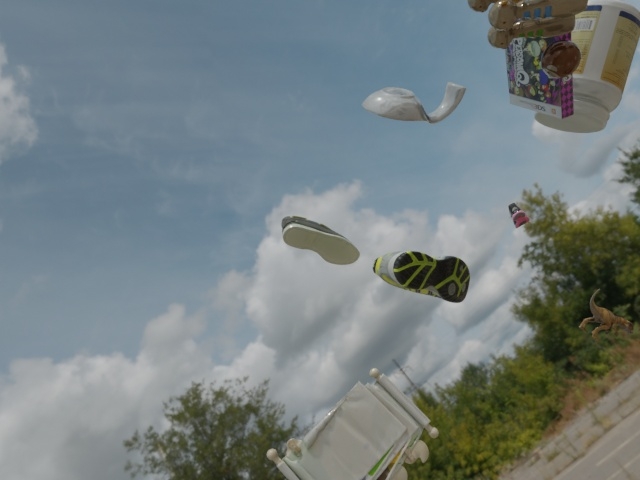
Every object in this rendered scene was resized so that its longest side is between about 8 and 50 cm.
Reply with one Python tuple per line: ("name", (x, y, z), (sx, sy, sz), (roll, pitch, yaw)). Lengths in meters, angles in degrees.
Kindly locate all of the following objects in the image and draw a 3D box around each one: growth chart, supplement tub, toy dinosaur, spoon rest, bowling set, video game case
("growth chart", (0.060, 0.320, 0.745), (0.237, 0.172, 0.021), (-35, -5, -19))
("supplement tub", (0.757, -0.491, 1.383), (0.228, 0.228, 0.316), (15, -88, -57))
("toy dinosaur", (0.744, 0.202, 1.283), (0.211, 0.064, 0.112), (29, -78, -24))
("spoon rest", (0.217, -0.304, 1.098), (0.276, 0.137, 0.084), (-18, -51, -32))
("bowling set", (0.296, -0.338, 0.707), (0.154, 0.200, 0.287), (-3, 0, 19))
("video game case", (0.540, -0.437, 1.203), (0.041, 0.210, 0.232), (-23, -60, -6))

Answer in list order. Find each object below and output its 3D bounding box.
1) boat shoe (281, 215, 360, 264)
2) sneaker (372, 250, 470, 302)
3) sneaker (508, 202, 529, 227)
("boat shoe", (0.002, -0.003, 1.644), (0.305, 0.091, 0.109), (21, -63, -28))
("sneaker", (0.329, 0.101, 1.519), (0.384, 0.147, 0.145), (21, -98, -36))
("sneaker", (0.582, -0.077, 1.429), (0.047, 0.057, 0.119), (-34, -30, 13))
